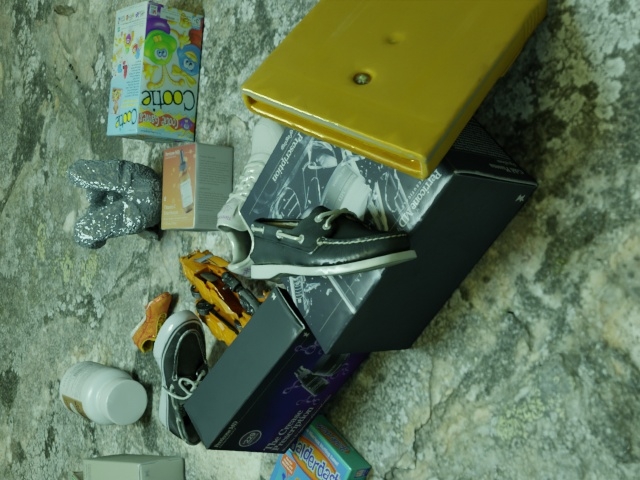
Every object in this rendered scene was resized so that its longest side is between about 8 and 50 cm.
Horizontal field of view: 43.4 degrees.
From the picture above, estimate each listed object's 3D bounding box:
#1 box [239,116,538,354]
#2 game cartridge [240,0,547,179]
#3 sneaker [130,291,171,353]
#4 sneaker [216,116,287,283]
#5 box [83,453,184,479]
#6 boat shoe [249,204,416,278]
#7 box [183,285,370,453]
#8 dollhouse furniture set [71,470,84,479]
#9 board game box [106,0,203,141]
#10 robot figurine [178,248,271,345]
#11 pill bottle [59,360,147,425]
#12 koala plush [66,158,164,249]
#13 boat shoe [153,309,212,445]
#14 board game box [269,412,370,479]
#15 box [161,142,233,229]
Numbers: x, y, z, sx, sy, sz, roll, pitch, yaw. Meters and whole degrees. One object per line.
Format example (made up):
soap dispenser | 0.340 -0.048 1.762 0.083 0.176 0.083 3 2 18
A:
box | 0.080 -0.062 1.184 0.312 0.179 0.343 55 127 35
game cartridge | 0.100 -0.248 1.062 0.285 0.324 0.053 25 152 26
sneaker | -0.364 0.181 1.790 0.067 0.064 0.175 45 128 18
sneaker | -0.105 -0.078 1.423 0.114 0.152 0.305 -11 78 51
box | -0.415 0.525 1.774 0.275 0.113 0.094 -15 77 49
boat shoe | 0.000 0.000 1.050 0.302 0.114 0.091 -6 89 47
box | -0.064 0.215 1.284 0.261 0.184 0.103 -52 47 16
dollhouse furniture set | -0.543 0.611 1.943 0.151 0.076 0.059 19 101 48
board game box | -0.359 -0.357 1.748 0.144 0.142 0.275 7 92 49
robot figurine | -0.155 0.126 1.484 0.291 0.085 0.211 28 139 46
pill bottle | -0.503 0.359 1.872 0.229 0.131 0.131 1 88 50
koala plush | -0.414 -0.078 1.766 0.203 0.221 0.196 -8 83 6
boat shoe | -0.261 0.280 1.585 0.105 0.113 0.306 35 126 36
board game box | -0.014 0.415 1.358 0.160 0.047 0.210 39 115 44
box | -0.253 -0.105 1.644 0.130 0.091 0.170 -3 85 50
